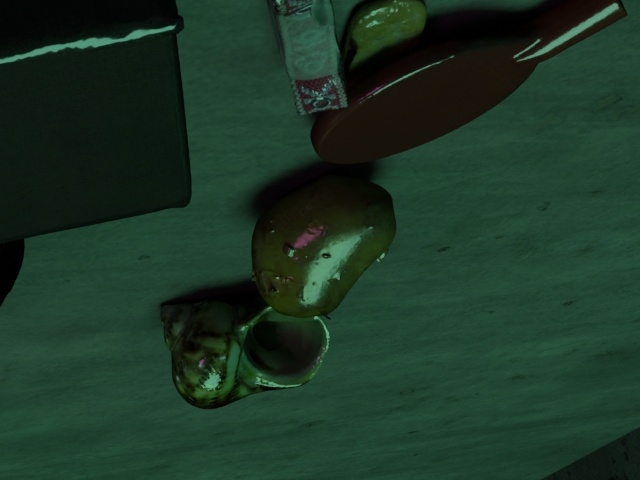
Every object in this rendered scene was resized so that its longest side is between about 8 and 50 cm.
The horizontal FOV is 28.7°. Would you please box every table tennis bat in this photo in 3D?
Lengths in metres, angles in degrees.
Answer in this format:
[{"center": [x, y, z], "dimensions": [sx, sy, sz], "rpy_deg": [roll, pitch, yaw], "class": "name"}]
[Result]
[{"center": [0.131, -0.145, 1.140], "dimensions": [0.310, 0.038, 0.200], "rpy_deg": [-28, 165, 20], "class": "table tennis bat"}]

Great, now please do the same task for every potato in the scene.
[{"center": [0.000, 0.000, 1.318], "dimensions": [0.176, 0.137, 0.137], "rpy_deg": [-45, 150, 12], "class": "potato"}]

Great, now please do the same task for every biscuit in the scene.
[{"center": [0.052, -0.167, 1.086], "dimensions": [0.071, 0.018, 0.147], "rpy_deg": [-14, 157, -12], "class": "biscuit"}]

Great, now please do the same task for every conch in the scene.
[{"center": [-0.105, 0.126, 1.555], "dimensions": [0.181, 0.124, 0.187], "rpy_deg": [28, 105, -45], "class": "conch"}]

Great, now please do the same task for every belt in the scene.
[{"center": [-0.012, -0.167, 0.974], "dimensions": [0.053, 0.071, 0.232], "rpy_deg": [-9, 162, 3], "class": "belt"}]

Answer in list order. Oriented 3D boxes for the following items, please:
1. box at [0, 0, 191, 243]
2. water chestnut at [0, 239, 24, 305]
[{"center": [-0.254, -0.130, 0.657], "dimensions": [0.345, 0.251, 0.204], "rpy_deg": [-12, 158, -8], "class": "box"}, {"center": [-0.419, 0.039, 0.940], "dimensions": [0.346, 0.335, 0.335], "rpy_deg": [27, 141, -17], "class": "water chestnut"}]
